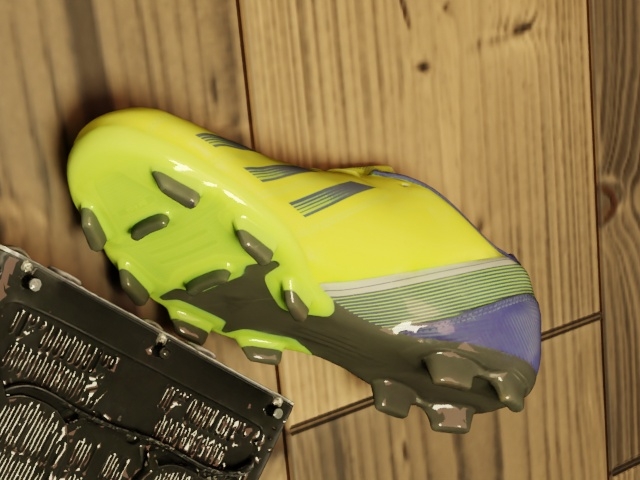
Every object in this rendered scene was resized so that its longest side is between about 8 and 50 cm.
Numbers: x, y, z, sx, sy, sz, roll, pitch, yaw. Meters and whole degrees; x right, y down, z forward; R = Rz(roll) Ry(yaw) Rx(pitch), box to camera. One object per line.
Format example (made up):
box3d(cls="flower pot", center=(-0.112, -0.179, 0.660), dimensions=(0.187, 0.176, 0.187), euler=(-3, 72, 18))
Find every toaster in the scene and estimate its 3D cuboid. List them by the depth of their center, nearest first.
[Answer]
box3d(cls="toaster", center=(-0.124, 0.106, 0.542), dimensions=(0.168, 0.110, 0.185), euler=(33, 78, -36))

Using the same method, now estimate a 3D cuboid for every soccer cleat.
box3d(cls="soccer cleat", center=(0.000, 0.001, 0.651), dimensions=(0.289, 0.093, 0.121), euler=(29, 50, -33))
